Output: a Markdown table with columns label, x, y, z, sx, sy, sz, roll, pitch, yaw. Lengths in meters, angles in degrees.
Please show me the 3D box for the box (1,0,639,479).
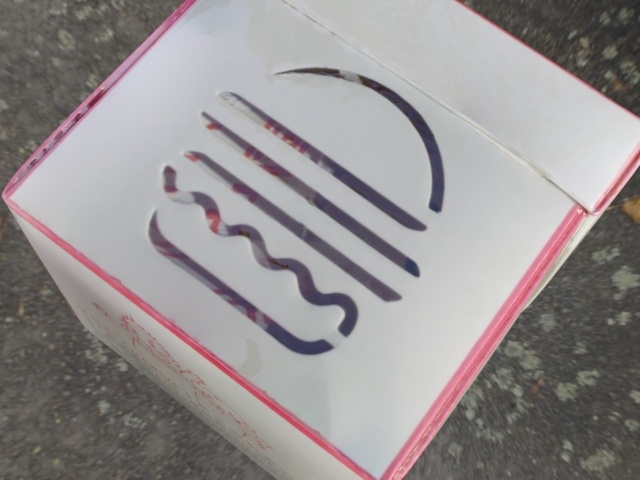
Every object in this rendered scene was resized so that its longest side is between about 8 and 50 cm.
| label | x | y | z | sx | sy | sz | roll | pitch | yaw |
| --- | --- | --- | --- | --- | --- | --- | --- | --- | --- |
| box | 0.000 | 0.000 | 0.742 | 0.314 | 0.312 | 0.300 | 36 | 72 | 9 |
